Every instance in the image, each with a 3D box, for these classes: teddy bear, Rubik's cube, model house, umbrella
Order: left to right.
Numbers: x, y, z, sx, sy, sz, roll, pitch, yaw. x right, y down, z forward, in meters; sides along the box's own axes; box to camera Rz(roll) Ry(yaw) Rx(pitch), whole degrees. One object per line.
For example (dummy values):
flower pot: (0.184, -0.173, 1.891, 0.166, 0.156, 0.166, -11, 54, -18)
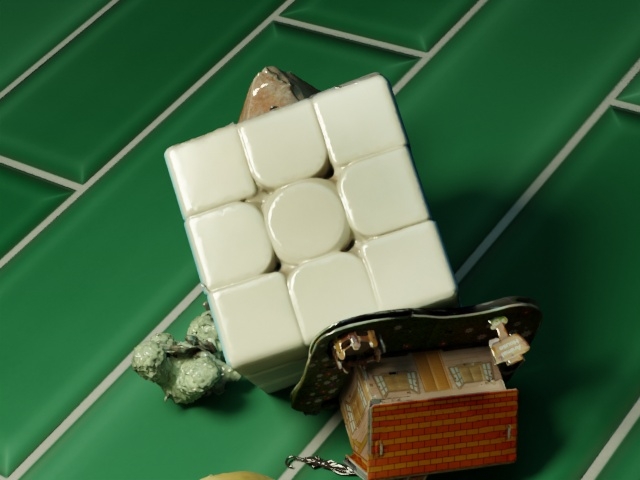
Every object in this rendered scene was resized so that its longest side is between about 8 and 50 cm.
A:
teddy bear: (-0.162, 0.162, 2.089, 0.133, 0.111, 0.213, 25, 27, 12)
Rubik's cube: (0.000, 0.000, 1.968, 0.291, 0.290, 0.291, -20, 78, 2)
umbrella: (0.013, 0.279, 1.950, 0.122, 0.013, 0.022, 5, 56, 21)
model house: (0.133, 0.191, 1.839, 0.294, 0.207, 0.154, -5, 57, -19)

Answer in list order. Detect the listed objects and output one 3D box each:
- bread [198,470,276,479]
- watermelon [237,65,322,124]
bread: (-0.149, 0.395, 1.605, 0.376, 0.348, 0.253, -26, 70, 22)
watermelon: (-0.036, -0.116, 2.253, 0.283, 0.292, 0.250, -15, 10, -5)
